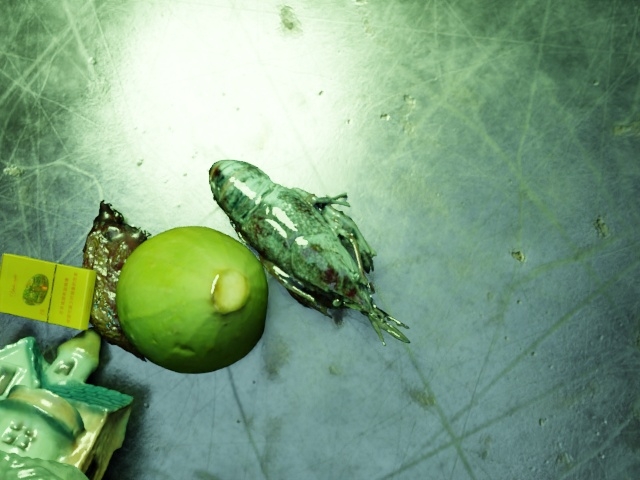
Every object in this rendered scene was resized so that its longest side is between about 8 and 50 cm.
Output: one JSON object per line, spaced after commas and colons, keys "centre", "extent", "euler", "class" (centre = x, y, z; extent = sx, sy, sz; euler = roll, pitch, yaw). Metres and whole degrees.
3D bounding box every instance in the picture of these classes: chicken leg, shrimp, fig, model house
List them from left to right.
{"centre": [-0.378, 0.213, 1.179], "extent": [0.267, 0.194, 0.325], "euler": [13, 48, 12], "class": "model house"}
{"centre": [-0.294, 0.058, 1.293], "extent": [0.105, 0.063, 0.233], "euler": [1, 88, 4], "class": "chicken leg"}
{"centre": [-0.160, 0.086, 1.210], "extent": [0.230, 0.207, 0.207], "euler": [22, 84, 44], "class": "fig"}
{"centre": [-0.002, -0.001, 1.262], "extent": [0.372, 0.137, 0.172], "euler": [40, 82, 3], "class": "shrimp"}

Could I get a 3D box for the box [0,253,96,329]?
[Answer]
{"centre": [-0.394, 0.072, 1.280], "extent": [0.155, 0.023, 0.086], "euler": [10, 93, 22], "class": "box"}
